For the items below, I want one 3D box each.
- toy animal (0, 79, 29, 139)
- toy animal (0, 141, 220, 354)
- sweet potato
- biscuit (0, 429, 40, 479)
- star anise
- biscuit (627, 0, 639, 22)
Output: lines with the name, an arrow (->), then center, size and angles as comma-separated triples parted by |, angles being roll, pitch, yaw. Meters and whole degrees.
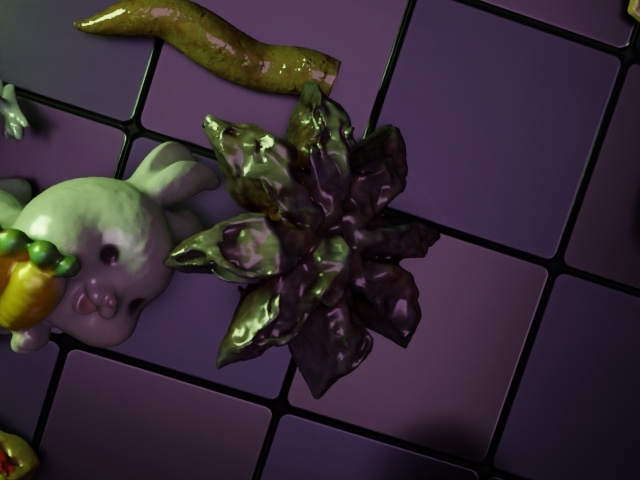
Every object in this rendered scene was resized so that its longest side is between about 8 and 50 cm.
toy animal -> -0.404, -0.150, 0.940 | 0.206, 0.081, 0.367 | 11, 66, -26
toy animal -> -0.259, 0.015, 0.925 | 0.310, 0.247, 0.183 | -12, 113, 14
sweet potato -> -0.118, -0.213, 0.989 | 0.281, 0.059, 0.067 | 21, 125, -1
biscuit -> -0.388, 0.247, 0.938 | 0.212, 0.238, 0.041 | 28, 116, -29
star anise -> 0.002, 0.001, 0.934 | 0.332, 0.117, 0.331 | -2, 94, -31
biscuit -> 0.425, -0.233, 1.026 | 0.184, 0.027, 0.133 | 37, 96, -7
